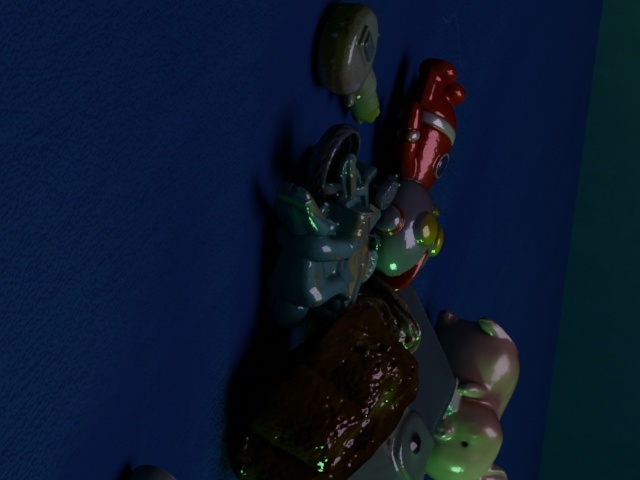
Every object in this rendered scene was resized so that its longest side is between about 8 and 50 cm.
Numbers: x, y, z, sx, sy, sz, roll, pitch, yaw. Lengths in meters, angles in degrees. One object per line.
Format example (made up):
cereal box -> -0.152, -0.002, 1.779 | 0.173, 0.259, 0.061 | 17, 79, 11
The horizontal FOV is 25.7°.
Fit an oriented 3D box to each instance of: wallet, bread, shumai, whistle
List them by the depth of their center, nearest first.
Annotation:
bread -> 0.004, 0.187, 1.606 | 0.247, 0.135, 0.232 | -35, 153, -40
whistle -> 0.043, -0.194, 1.614 | 0.198, 0.057, 0.104 | 66, 42, -61
shumai -> 0.041, 0.107, 1.763 | 0.116, 0.145, 0.145 | -31, 137, -33
wallet -> 0.079, 0.237, 1.926 | 0.252, 0.083, 0.360 | 61, 42, -31

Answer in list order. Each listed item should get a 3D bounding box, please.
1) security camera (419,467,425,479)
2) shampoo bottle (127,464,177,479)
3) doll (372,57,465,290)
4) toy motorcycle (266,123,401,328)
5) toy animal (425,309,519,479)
security camera -> 0.075, 0.316, 2.074 | 0.301, 0.080, 0.157 | 44, 53, -58
shampoo bottle -> -0.191, 0.292, 1.270 | 0.195, 0.056, 0.056 | -58, 155, -43
doll -> 0.126, -0.071, 1.880 | 0.200, 0.105, 0.336 | 51, 54, -68
toy motorcycle -> 0.000, -0.001, 1.582 | 0.198, 0.109, 0.296 | -54, 156, -28
toy animal -> 0.240, 0.277, 2.361 | 0.256, 0.195, 0.213 | -67, 152, -19
